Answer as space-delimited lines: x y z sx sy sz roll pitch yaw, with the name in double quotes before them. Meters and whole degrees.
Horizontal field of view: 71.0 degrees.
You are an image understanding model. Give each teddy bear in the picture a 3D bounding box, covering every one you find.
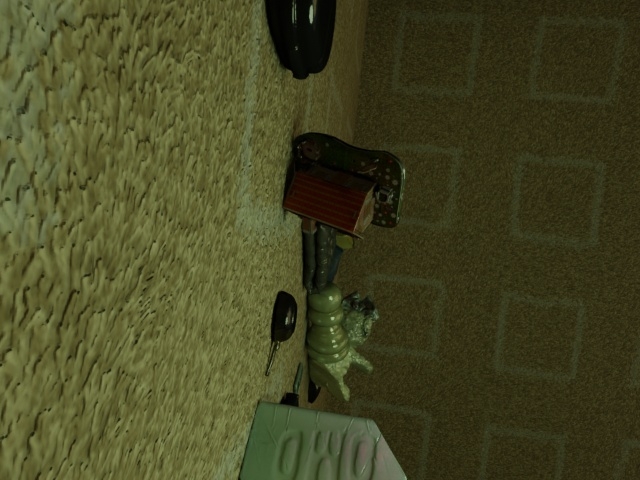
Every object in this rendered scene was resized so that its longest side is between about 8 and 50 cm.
"teddy bear" 0.117 0.474 2.040 0.362 0.327 0.376 -48 145 -29

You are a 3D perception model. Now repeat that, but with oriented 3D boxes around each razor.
"razor" -0.098 0.526 1.363 0.148 0.054 0.090 -13 113 -83

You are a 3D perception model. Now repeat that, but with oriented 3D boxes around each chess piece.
"chess piece" 0.022 0.303 1.762 0.182 0.182 0.331 -73 162 -58

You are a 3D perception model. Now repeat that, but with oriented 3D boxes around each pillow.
"pillow" 0.000 0.000 1.533 0.228 0.101 0.327 -73 166 -46

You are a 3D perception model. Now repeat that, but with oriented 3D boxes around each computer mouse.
"computer mouse" -0.025 0.729 2.194 0.099 0.057 0.172 -68 164 -58

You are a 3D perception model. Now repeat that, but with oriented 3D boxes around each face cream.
"face cream" 0.029 0.083 1.846 0.086 0.135 0.385 -50 164 -21

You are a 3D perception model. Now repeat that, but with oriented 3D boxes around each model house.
"model house" 0.031 -0.112 1.052 0.154 0.293 0.207 -49 151 -42

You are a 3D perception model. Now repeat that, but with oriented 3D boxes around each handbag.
"handbag" -0.026 -0.450 0.841 0.308 0.092 0.254 54 43 -81

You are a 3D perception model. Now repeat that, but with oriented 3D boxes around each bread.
"bread" 0.065 -0.031 1.894 0.127 0.147 0.152 64 24 -55

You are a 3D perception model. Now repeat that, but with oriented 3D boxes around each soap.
"soap" 0.011 0.497 0.993 0.115 0.346 0.208 91 9 -49

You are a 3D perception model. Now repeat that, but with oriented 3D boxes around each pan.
"pan" -0.092 0.233 1.143 0.128 0.048 0.202 11 86 -85

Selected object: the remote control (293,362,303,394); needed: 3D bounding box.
"remote control" -0.081 0.508 1.655 0.124 0.017 0.053 -72 166 -62
